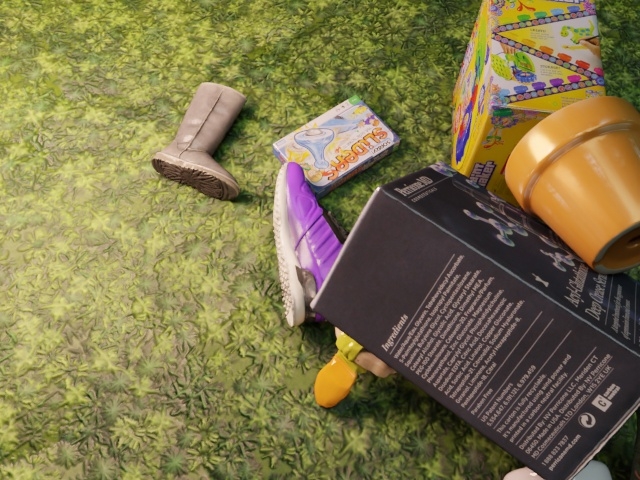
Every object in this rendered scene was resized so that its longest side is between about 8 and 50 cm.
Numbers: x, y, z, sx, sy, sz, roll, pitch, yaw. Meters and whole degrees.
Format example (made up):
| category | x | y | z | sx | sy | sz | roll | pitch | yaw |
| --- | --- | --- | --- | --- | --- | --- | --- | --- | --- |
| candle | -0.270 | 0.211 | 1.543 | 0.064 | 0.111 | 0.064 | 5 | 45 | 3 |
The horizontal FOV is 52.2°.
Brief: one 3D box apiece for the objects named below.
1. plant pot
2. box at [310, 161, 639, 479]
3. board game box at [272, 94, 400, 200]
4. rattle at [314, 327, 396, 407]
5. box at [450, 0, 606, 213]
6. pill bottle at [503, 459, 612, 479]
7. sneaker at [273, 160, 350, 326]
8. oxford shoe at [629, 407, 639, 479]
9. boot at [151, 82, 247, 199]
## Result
| category | x | y | z | sx | sy | sz | roll | pitch | yaw |
| --- | --- | --- | --- | --- | --- | --- | --- | --- | --- |
| plant pot | 0.395 | -0.063 | 0.916 | 0.205 | 0.205 | 0.187 | -12 | 54 | -9 |
| box | 0.243 | 0.088 | 0.926 | 0.396 | 0.211 | 0.293 | 34 | 25 | 14 |
| board game box | 0.031 | -0.177 | 1.230 | 0.201 | 0.035 | 0.136 | -34 | 68 | -18 |
| rattle | 0.084 | 0.172 | 1.054 | 0.130 | 0.142 | 0.199 | 16 | 26 | 13 |
| box | 0.343 | -0.239 | 1.131 | 0.177 | 0.290 | 0.279 | 7 | 61 | 2 |
| pill bottle | 0.338 | 0.434 | 0.855 | 0.146 | 0.146 | 0.263 | -3 | 62 | -4 |
| sneaker | 0.000 | 0.001 | 1.106 | 0.146 | 0.102 | 0.293 | -4 | 67 | -9 |
| oxford shoe | 0.461 | 0.320 | 0.849 | 0.130 | 0.123 | 0.348 | -27 | 106 | -10 |
| boot | -0.192 | -0.190 | 1.216 | 0.190 | 0.076 | 0.208 | 25 | 57 | 9 |
